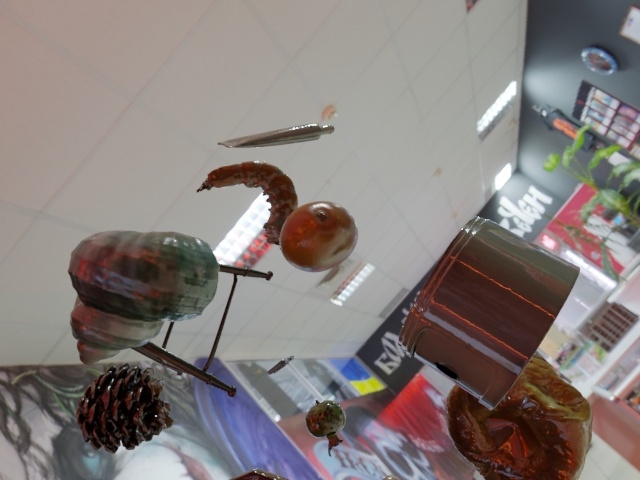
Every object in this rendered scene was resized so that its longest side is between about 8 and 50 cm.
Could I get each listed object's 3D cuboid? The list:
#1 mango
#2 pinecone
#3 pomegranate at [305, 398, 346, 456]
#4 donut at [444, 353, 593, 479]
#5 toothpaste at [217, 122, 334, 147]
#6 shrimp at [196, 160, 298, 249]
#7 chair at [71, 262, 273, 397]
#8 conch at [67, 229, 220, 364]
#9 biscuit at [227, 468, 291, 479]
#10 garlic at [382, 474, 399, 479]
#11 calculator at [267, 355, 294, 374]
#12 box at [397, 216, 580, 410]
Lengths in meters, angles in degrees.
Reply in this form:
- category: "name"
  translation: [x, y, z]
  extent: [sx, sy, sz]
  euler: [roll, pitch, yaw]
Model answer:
- category: "mango"
  translation: [0.004, -0.004, 1.009]
  extent: [0.151, 0.120, 0.221]
  euler: [-37, -19, 12]
- category: "pinecone"
  translation: [-0.419, 0.357, 1.111]
  extent: [0.204, 0.184, 0.179]
  euler: [-27, -17, 14]
- category: "pomegranate"
  translation: [0.021, 0.536, 1.476]
  extent: [0.122, 0.162, 0.122]
  euler: [-17, -23, -7]
- category: "donut"
  translation: [0.473, 0.433, 1.239]
  extent: [0.170, 0.360, 0.360]
  euler: [-25, -32, -47]
- category: "toothpaste"
  translation: [-0.087, -0.219, 1.076]
  extent: [0.255, 0.067, 0.037]
  euler: [-14, -67, -23]
- category: "shrimp"
  translation: [-0.162, -0.120, 1.369]
  extent: [0.185, 0.287, 0.068]
  euler: [-57, 20, -10]
- category: "chair"
  translation: [-0.440, 0.185, 1.450]
  extent: [0.410, 0.361, 0.365]
  euler: [29, -110, -35]
- category: "conch"
  translation: [-0.300, 0.081, 0.811]
  extent: [0.277, 0.220, 0.195]
  euler: [-51, 1, 1]
- category: "biscuit"
  translation: [-0.134, 0.709, 1.186]
  extent: [0.359, 0.359, 0.046]
  euler: [-50, -5, 3]
- category: "garlic"
  translation: [0.192, 0.673, 1.335]
  extent: [0.074, 0.113, 0.094]
  euler: [-24, -47, 35]
- category: "calculator"
  translation: [-0.104, 0.338, 1.392]
  extent: [0.057, 0.018, 0.172]
  euler: [-36, -10, -1]
- category: "box"
  translation: [0.229, 0.097, 0.713]
  extent: [0.226, 0.149, 0.226]
  euler: [-47, -24, -28]
